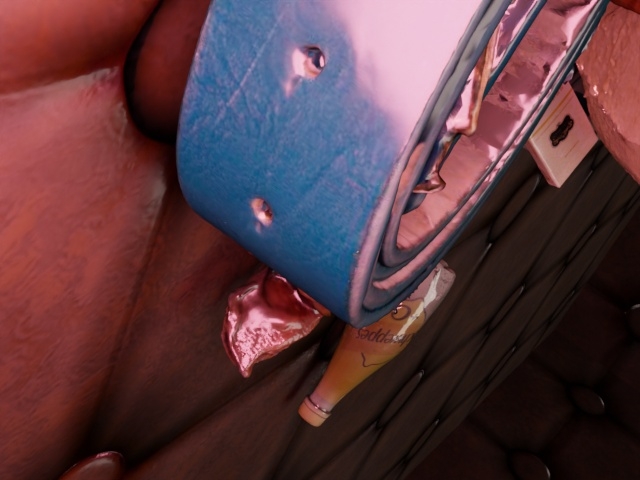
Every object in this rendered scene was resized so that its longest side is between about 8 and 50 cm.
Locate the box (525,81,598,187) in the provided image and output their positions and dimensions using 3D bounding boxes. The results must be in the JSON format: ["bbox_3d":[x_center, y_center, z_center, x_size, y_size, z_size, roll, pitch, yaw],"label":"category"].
[{"bbox_3d":[0.297,-0.152,1.232,0.090,0.024,0.167,-49,132,-8],"label":"box"}]

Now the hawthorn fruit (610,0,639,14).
[{"bbox_3d":[0.384,-0.339,0.956,0.253,0.205,0.205,-48,161,-18],"label":"hawthorn fruit"}]

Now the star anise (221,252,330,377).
[{"bbox_3d":[-0.002,0.003,0.811,0.214,0.099,0.220,-51,-177,20],"label":"star anise"}]

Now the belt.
[{"bbox_3d":[0.079,-0.162,0.599,0.436,0.173,0.300,-58,164,19],"label":"belt"}]

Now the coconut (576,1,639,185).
[{"bbox_3d":[0.503,-0.199,1.181,0.346,0.346,0.360,-49,131,-10],"label":"coconut"}]

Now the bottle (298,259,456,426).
[{"bbox_3d":[0.065,0.126,1.223,0.269,0.083,0.083,-54,161,9],"label":"bottle"}]

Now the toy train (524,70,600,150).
[{"bbox_3d":[0.447,-0.256,1.425,0.407,0.086,0.088,-42,152,-29],"label":"toy train"}]
